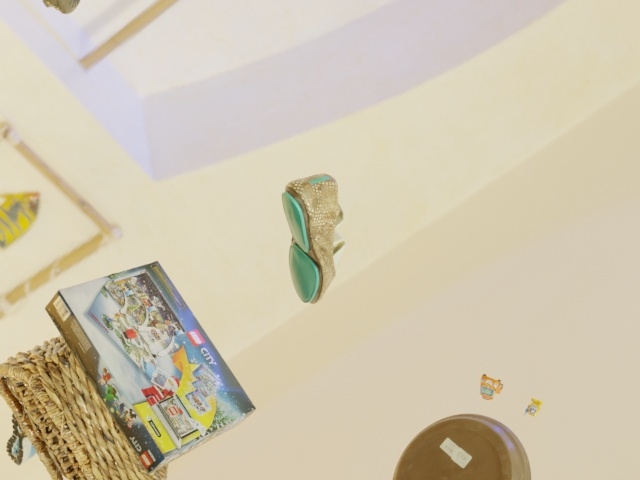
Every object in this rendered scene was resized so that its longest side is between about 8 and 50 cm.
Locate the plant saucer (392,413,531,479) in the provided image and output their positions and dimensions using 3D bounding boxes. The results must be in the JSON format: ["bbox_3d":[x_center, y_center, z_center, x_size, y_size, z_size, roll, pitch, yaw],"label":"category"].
[{"bbox_3d":[0.245,0.438,1.613,0.278,0.041,0.278,-22,-134,24],"label":"plant saucer"}]

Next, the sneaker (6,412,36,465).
[{"bbox_3d":[-0.542,0.348,1.682,0.063,0.073,0.162,37,-62,21],"label":"sneaker"}]

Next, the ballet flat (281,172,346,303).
[{"bbox_3d":[0.000,0.000,1.020,0.067,0.206,0.073,-30,-120,-19],"label":"ballet flat"}]

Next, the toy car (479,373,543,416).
[{"bbox_3d":[0.332,0.277,1.559,0.122,0.060,0.040,24,-103,8],"label":"toy car"}]

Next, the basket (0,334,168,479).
[{"bbox_3d":[-0.417,0.322,1.497,0.223,0.299,0.213,-24,-166,-2],"label":"basket"}]

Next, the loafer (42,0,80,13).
[{"bbox_3d":[-0.214,-0.244,0.669,0.050,0.148,0.056,-8,-172,3],"label":"loafer"}]

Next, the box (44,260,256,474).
[{"bbox_3d":[-0.201,0.144,1.066,0.044,0.233,0.159,-45,164,34],"label":"box"}]
